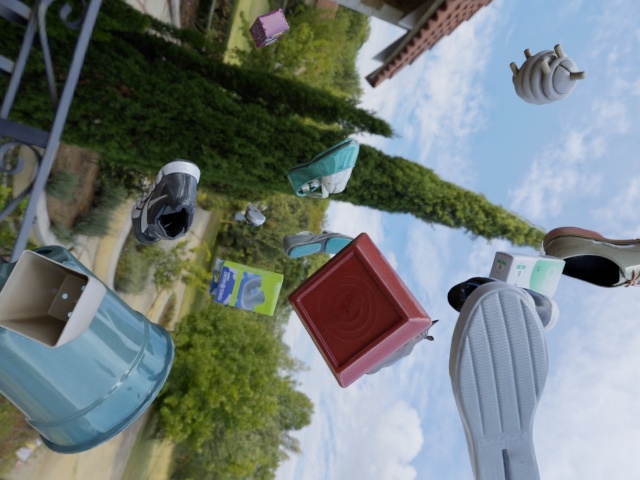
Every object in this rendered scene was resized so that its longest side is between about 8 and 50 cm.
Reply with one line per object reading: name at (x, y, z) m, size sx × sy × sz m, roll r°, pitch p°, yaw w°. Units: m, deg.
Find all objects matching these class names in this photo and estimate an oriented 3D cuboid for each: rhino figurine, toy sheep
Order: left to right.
rhino figurine at (0.193, 0.261, 1.045) m, size 0.073 × 0.243 × 0.106 m, roll 61°, pitch 1°, yaw 9°
toy sheep at (0.358, -0.260, 0.663) m, size 0.132 × 0.091 × 0.091 m, roll -130°, pitch -124°, yaw -63°

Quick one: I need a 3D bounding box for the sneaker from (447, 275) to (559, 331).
sneaker at (0.258, 0.088, 0.686) m, size 0.217 × 0.121 × 0.079 m, roll 0°, pitch -107°, yaw 67°

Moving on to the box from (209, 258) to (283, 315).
box at (-0.196, 0.121, 1.087) m, size 0.042 × 0.178 × 0.109 m, roll -97°, pitch -157°, yaw -72°

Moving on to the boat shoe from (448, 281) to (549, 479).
boat shoe at (0.208, 0.191, 0.518) m, size 0.094 × 0.109 × 0.303 m, roll -90°, pitch 175°, yaw -77°

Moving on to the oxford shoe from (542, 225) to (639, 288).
oxford shoe at (0.750, 0.073, 1.000) m, size 0.146 × 0.396 × 0.141 m, roll -52°, pitch 141°, yaw -49°

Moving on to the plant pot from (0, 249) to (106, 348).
plant pot at (-0.391, 0.089, 0.628) m, size 0.096 × 0.109 × 0.109 m, roll 87°, pitch 25°, yaw -79°

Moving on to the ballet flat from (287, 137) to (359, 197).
ballet flat at (0.012, -0.132, 0.831) m, size 0.247 × 0.083 × 0.087 m, roll -7°, pitch -75°, yaw 62°

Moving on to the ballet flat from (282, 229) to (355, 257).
ballet flat at (0.000, 0.000, 1.123) m, size 0.072 × 0.213 × 0.068 m, roll 109°, pitch -33°, yaw -44°

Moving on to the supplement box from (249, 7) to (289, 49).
supplement box at (-0.106, -0.432, 0.855) m, size 0.043 × 0.055 × 0.083 m, roll 66°, pitch -16°, yaw -16°

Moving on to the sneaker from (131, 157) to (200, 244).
sneaker at (-0.281, -0.036, 0.738) m, size 0.234 × 0.078 × 0.106 m, roll -39°, pitch -128°, yaw 40°

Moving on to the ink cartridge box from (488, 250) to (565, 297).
ink cartridge box at (0.444, 0.139, 0.944) m, size 0.056 × 0.180 × 0.225 m, roll 29°, pitch -69°, yaw 59°

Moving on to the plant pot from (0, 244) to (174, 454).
plant pot at (-0.557, 0.211, 0.901) m, size 0.341 × 0.340 × 0.334 m, roll -85°, pitch 158°, yaw -51°

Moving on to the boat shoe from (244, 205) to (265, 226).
boat shoe at (-0.182, -0.059, 1.133) m, size 0.040 × 0.049 × 0.142 m, roll -66°, pitch -161°, yaw 10°

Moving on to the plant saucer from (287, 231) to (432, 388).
plant saucer at (0.066, 0.152, 0.928) m, size 0.258 × 0.259 × 0.047 m, roll -41°, pitch 157°, yaw 15°
